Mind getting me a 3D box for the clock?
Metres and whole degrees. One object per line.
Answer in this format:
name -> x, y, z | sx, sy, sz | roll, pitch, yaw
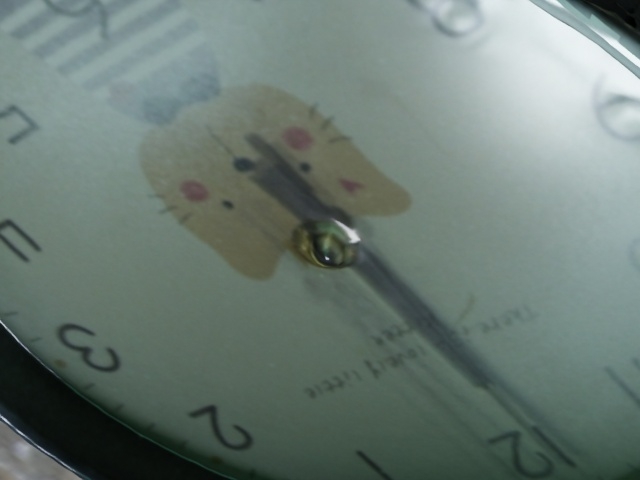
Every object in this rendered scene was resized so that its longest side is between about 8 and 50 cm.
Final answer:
clock -> 0.000, 0.000, 0.400 | 0.226, 0.049, 0.226 | 12, 137, 11
